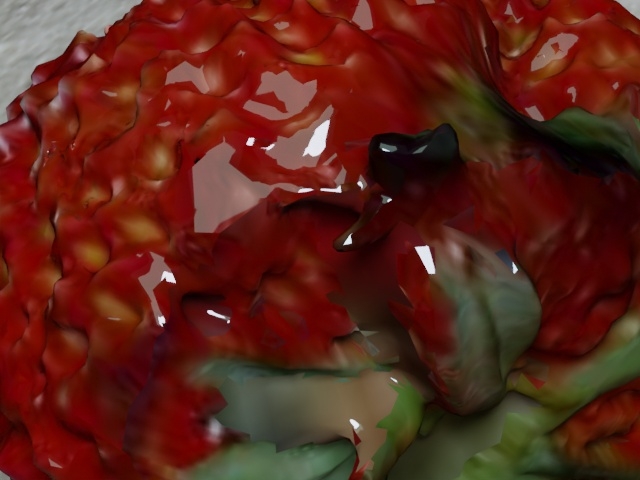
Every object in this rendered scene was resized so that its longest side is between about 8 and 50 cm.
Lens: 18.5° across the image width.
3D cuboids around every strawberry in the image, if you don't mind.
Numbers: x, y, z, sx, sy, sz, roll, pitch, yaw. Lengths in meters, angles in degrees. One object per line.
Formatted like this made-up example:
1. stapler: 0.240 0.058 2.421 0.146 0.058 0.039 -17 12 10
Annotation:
1. strawberry: -0.003 0.003 0.638 0.261 0.261 0.258 -31 53 -3
